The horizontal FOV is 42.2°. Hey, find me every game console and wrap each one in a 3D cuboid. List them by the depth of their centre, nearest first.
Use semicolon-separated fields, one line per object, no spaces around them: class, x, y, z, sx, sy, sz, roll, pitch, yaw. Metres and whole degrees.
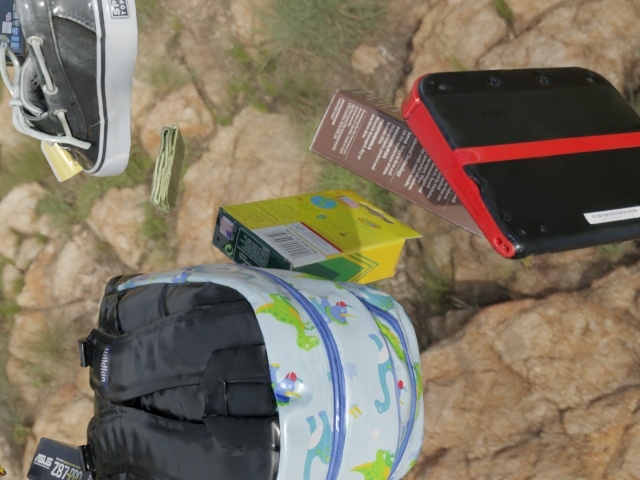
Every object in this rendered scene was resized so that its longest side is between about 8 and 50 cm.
game console;0.335;-0.123;1.193;0.342;0.387;0.060;65;150;32

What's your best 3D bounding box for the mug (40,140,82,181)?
mug;-0.373;-0.132;1.222;0.078;0.064;0.062;-17;25;33

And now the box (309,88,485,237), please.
box;0.191;-0.160;1.636;0.381;0.191;0.143;29;107;8

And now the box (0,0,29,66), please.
box;-0.625;-0.434;1.511;0.183;0.059;0.232;0;77;-7

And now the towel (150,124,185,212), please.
towel;-0.208;-0.096;1.129;0.148;0.027;0.110;146;134;-85

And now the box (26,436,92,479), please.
box;-0.320;0.473;1.558;0.395;0.318;0.097;-3;65;49

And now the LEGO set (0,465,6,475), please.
LEGO set;-0.830;0.469;1.666;0.331;0.192;0.255;-24;26;-23

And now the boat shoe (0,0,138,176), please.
boat shoe;-0.229;-0.136;0.748;0.306;0.105;0.113;140;117;-68

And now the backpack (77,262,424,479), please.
backpack;-0.074;0.146;0.778;0.355;0.273;0.290;147;123;-64

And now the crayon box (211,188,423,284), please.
crayon box;0.000;0.000;1.442;0.202;0.319;0.081;37;124;37
